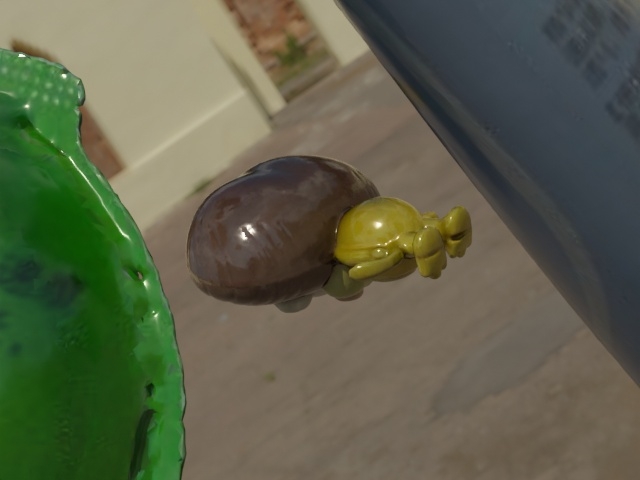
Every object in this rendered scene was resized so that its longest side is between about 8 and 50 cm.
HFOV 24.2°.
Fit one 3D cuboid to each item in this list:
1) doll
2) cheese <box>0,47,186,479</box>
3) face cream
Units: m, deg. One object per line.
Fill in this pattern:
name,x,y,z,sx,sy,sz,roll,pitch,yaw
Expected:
doll,-0.005,0.004,0.941,0.145,0.096,0.188,-26,28,-26
cheese,-0.142,0.095,0.458,0.204,0.320,0.083,17,5,25
face cream,0.088,-0.026,0.446,0.086,0.385,0.135,-37,20,22
